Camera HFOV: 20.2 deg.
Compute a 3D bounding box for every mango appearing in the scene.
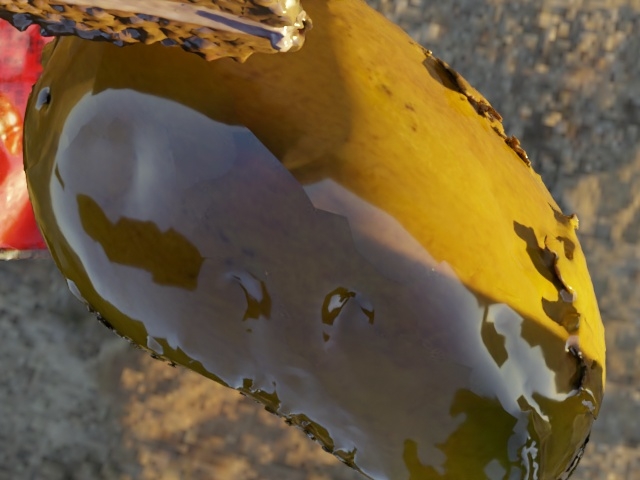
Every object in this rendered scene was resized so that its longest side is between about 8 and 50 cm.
[{"bbox_3d":[0.000,0.000,0.650,0.248,0.156,0.151,46,-179,1],"label":"mango"}]

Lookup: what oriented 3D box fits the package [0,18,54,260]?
[{"bbox_3d":[-0.254,-0.078,1.045,0.269,0.071,0.194,0,108,-7],"label":"package"}]

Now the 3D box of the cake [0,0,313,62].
[{"bbox_3d":[-0.146,-0.112,0.542,0.295,0.113,0.116,20,167,8],"label":"cake"}]
